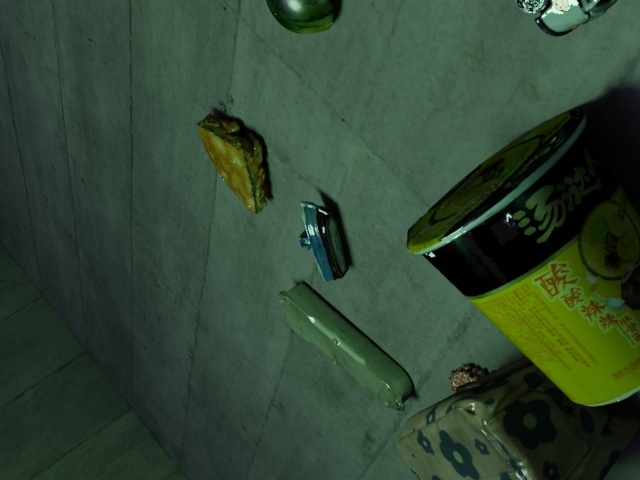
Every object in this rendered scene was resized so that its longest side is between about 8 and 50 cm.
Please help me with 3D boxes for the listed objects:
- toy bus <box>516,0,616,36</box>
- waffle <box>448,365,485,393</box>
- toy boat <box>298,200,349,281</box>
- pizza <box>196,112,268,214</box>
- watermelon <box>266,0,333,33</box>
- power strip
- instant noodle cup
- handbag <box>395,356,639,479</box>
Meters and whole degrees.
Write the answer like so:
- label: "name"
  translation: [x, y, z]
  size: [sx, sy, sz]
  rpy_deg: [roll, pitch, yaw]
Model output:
- label: "toy bus"
  translation: [0.189, -0.266, 0.772]
  size: [0.089, 0.087, 0.194]
  rpy_deg: [-11, 109, 51]
- label: "waffle"
  translation: [0.214, 0.206, 1.317]
  size: [0.083, 0.029, 0.075]
  rpy_deg: [-6, 118, 57]
- label: "toy boat"
  translation: [0.000, 0.000, 1.405]
  size: [0.061, 0.060, 0.137]
  rpy_deg: [8, 133, 29]
- label: "pizza"
  translation: [-0.123, -0.124, 1.486]
  size: [0.175, 0.046, 0.134]
  rpy_deg: [61, 154, -11]
- label: "watermelon"
  translation: [-0.031, -0.288, 1.133]
  size: [0.105, 0.062, 0.105]
  rpy_deg: [50, 160, 26]
- label: "power strip"
  translation: [0.041, 0.173, 1.545]
  size: [0.286, 0.048, 0.080]
  rpy_deg: [39, 151, 30]
- label: "instant noodle cup"
  translation: [0.230, 0.026, 0.921]
  size: [0.236, 0.215, 0.215]
  rpy_deg: [51, 154, -6]
- label: "handbag"
  translation: [0.235, 0.233, 1.134]
  size: [0.190, 0.193, 0.251]
  rpy_deg: [51, 153, 6]
